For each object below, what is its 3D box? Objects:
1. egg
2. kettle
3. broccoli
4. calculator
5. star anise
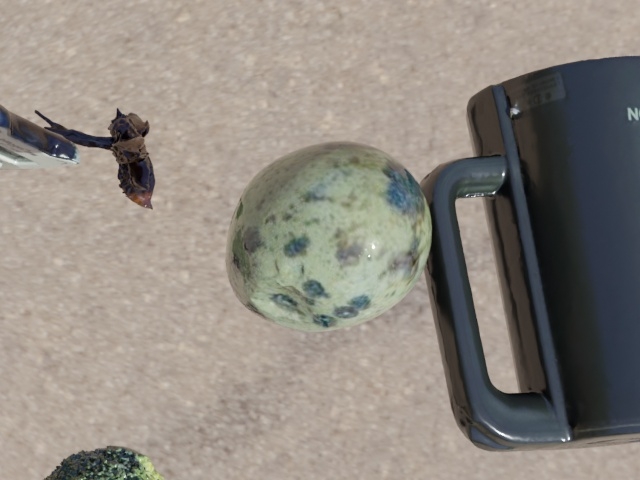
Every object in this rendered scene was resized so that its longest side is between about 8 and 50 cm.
[{"bbox_3d":[0.000,0.000,0.953,0.141,0.181,0.141,21,57,-36],"label":"egg"},{"bbox_3d":[0.228,0.015,1.059,0.262,0.203,0.308,14,67,-55],"label":"kettle"},{"bbox_3d":[-0.314,0.377,1.733,0.176,0.226,0.198,34,31,10],"label":"broccoli"},{"bbox_3d":[-0.409,-0.110,1.396,0.177,0.268,0.040,30,60,-61],"label":"calculator"},{"bbox_3d":[-0.294,-0.117,1.688,0.144,0.158,0.141,-14,75,-7],"label":"star anise"}]
